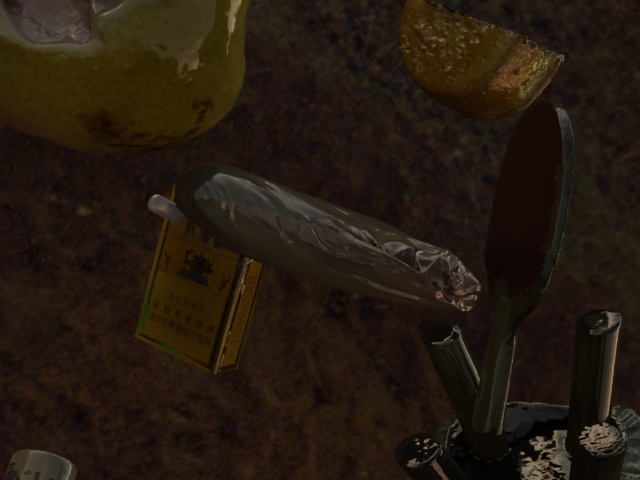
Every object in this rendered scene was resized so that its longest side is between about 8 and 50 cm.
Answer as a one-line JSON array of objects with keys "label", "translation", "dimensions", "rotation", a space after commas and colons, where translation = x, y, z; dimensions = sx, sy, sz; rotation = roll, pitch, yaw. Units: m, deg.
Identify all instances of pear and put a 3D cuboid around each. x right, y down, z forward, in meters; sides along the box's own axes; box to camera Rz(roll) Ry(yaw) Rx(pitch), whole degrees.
[{"label": "pear", "translation": [-0.164, -0.190, 0.674], "dimensions": [0.271, 0.271, 0.271], "rotation": [18, 55, -29]}]

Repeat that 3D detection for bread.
[{"label": "bread", "translation": [0.201, -0.250, 1.338], "dimensions": [0.229, 0.139, 0.143], "rotation": [33, 9, 38]}]

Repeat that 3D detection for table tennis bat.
[{"label": "table tennis bat", "translation": [0.135, 0.019, 0.666], "dimensions": [0.022, 0.131, 0.234], "rotation": [8, 94, -8]}]

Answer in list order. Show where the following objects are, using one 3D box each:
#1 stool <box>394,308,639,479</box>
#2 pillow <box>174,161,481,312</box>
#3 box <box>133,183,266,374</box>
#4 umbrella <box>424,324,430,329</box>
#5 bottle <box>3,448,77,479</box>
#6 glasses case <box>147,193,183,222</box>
[{"label": "stool", "translation": [0.260, 0.264, 1.257], "dimensions": [0.310, 0.310, 0.226], "rotation": [-68, 144, -54]}, {"label": "pillow", "translation": [0.000, 0.000, 0.776], "dimensions": [0.270, 0.173, 0.067], "rotation": [20, 89, -23]}, {"label": "box", "translation": [-0.208, 0.067, 1.752], "dimensions": [0.193, 0.301, 0.084], "rotation": [21, 10, 25]}, {"label": "umbrella", "translation": [0.242, 0.228, 1.926], "dimensions": [0.037, 0.040, 0.144], "rotation": [-40, 124, -21]}, {"label": "bottle", "translation": [-0.419, 0.413, 1.369], "dimensions": [0.110, 0.097, 0.209], "rotation": [58, 36, -49]}, {"label": "glasses case", "translation": [-0.266, -0.055, 1.664], "dimensions": [0.021, 0.032, 0.083], "rotation": [38, 6, 37]}]
